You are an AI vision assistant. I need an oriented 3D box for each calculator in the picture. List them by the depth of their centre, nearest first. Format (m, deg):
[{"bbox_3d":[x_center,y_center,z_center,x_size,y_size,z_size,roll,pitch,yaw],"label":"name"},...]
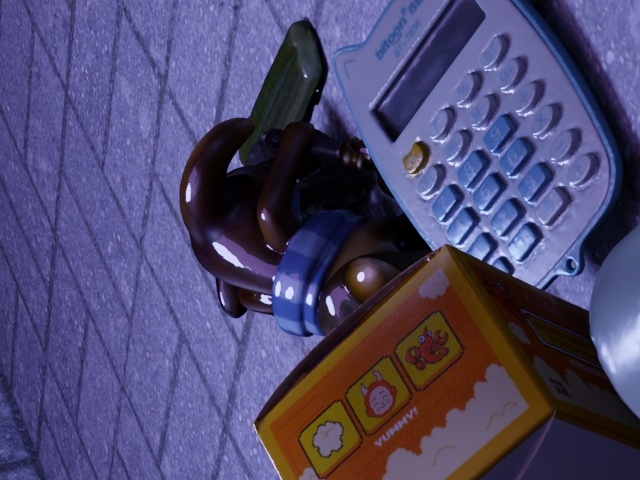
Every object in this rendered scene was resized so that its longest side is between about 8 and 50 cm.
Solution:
[{"bbox_3d":[0.158,-0.112,1.766,0.256,0.054,0.386,-54,51,34],"label":"calculator"}]

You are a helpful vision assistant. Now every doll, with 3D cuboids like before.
[{"bbox_3d":[0.002,-0.002,2.003,0.339,0.209,0.318,27,133,31],"label":"doll"}]

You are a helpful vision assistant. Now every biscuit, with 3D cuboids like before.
[{"bbox_3d":[-0.056,-0.169,2.357,0.322,0.038,0.099,119,136,-59],"label":"biscuit"}]

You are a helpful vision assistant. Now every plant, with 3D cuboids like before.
[{"bbox_3d":[-0.014,-0.039,2.203,0.203,0.131,0.142,58,148,37],"label":"plant"}]

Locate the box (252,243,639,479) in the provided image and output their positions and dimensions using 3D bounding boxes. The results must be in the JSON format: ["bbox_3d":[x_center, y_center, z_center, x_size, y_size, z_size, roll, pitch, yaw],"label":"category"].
[{"bbox_3d":[0.141,0.183,1.640,0.259,0.283,0.214,-44,54,17],"label":"box"}]

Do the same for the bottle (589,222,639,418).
[{"bbox_3d":[0.359,0.018,1.259,0.352,0.229,0.229,-50,56,59],"label":"bottle"}]
